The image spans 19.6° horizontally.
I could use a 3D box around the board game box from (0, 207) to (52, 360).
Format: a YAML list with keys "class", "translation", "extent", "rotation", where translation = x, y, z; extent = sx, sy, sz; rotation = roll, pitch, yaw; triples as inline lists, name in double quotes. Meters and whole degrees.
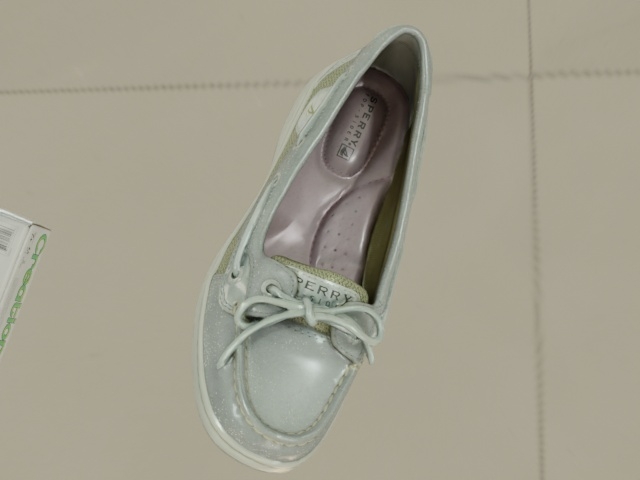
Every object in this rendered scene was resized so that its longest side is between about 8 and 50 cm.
- class: "board game box"
  translation: [-0.353, 0.096, 1.430]
  extent: [0.193, 0.053, 0.305]
  rotation: [22, 89, 12]

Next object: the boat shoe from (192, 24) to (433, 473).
- class: "boat shoe"
  translation: [0.003, 0.000, 1.247]
  extent: [0.118, 0.103, 0.320]
  rotation: [26, 63, -9]
